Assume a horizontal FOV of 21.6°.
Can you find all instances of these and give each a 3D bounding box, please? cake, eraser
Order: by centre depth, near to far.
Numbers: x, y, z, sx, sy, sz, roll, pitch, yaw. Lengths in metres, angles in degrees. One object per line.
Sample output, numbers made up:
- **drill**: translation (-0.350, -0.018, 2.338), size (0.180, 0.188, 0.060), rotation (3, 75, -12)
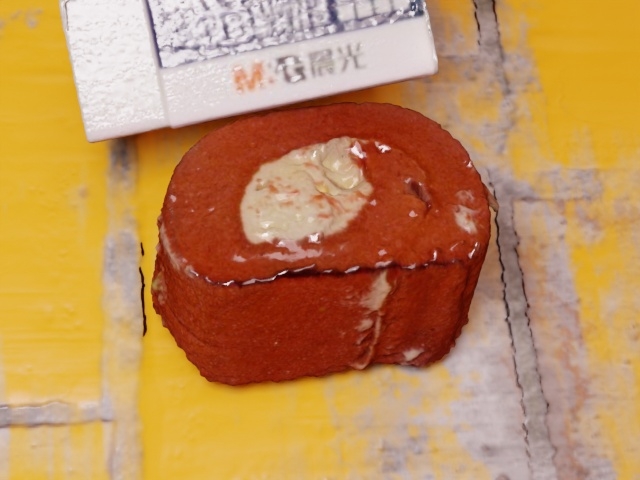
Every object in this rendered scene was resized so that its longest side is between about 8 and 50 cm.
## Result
- **eraser**: translation (-0.056, -0.165, 1.346), size (0.287, 0.086, 0.130), rotation (-10, 99, -2)
- **cake**: translation (0.000, 0.000, 1.347), size (0.282, 0.151, 0.177), rotation (-7, 51, -12)
